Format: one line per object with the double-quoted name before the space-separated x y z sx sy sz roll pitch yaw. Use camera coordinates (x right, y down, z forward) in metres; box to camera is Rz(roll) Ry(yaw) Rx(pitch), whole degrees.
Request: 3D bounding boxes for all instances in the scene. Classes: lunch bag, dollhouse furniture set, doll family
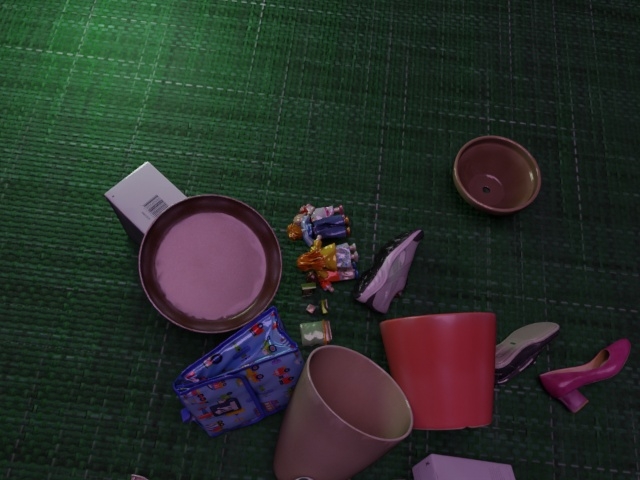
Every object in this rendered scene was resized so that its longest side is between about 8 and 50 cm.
"lunch bag" -0.181 0.316 1.309 0.293 0.221 0.138 -27 49 -9
"dollhouse furniture set" -0.016 0.187 1.468 0.076 0.058 0.151 -6 67 -6
"doll family" 0.000 0.000 1.517 0.163 0.118 0.262 -10 68 -8

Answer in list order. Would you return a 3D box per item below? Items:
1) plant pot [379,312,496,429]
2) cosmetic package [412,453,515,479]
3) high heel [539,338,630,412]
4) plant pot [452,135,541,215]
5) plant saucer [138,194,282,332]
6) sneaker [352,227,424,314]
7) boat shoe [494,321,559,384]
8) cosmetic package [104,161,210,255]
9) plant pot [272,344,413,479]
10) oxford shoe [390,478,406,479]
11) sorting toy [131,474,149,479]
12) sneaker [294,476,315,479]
"plant pot" 0.280 0.299 1.343 0.275 0.275 0.243 -3 78 -5
"cosmetic package" 0.320 0.543 1.263 0.231 0.085 0.117 16 43 -22
"high heel" 0.658 0.304 1.451 0.244 0.082 0.117 -42 85 -6
"plant pot" 0.476 -0.164 1.624 0.238 0.109 0.237 1 68 -3
"plant saucer" -0.242 0.051 1.297 0.311 0.050 0.310 4 76 -16
"sneaker" 0.192 0.075 1.522 0.108 0.100 0.271 44 66 -12
"boat shoe" 0.509 0.277 1.467 0.233 0.084 0.079 -28 109 -22
"cosmetic package" -0.384 -0.034 1.449 0.224 0.224 0.138 42 68 13
"plant pot" 0.015 0.412 1.254 0.256 0.256 0.274 38 112 12
"oxford shoe" 0.208 0.727 1.195 0.130 0.169 0.449 -17 62 -14
"sorting toy" -0.390 0.567 1.291 0.075 0.045 0.083 12 66 -6
"sneaker" -0.028 0.616 1.201 0.110 0.118 0.292 0 97 14
